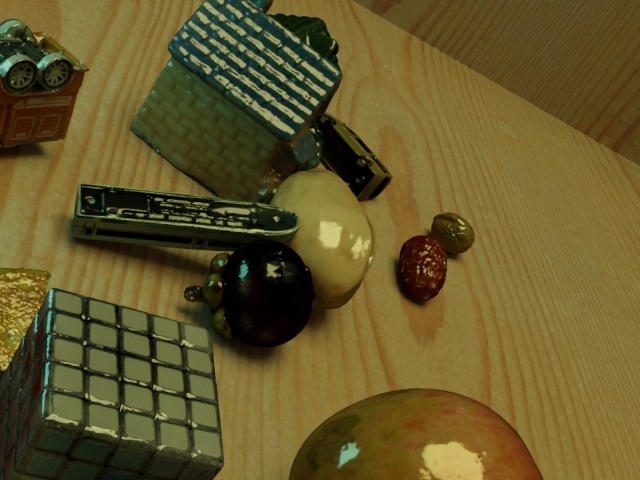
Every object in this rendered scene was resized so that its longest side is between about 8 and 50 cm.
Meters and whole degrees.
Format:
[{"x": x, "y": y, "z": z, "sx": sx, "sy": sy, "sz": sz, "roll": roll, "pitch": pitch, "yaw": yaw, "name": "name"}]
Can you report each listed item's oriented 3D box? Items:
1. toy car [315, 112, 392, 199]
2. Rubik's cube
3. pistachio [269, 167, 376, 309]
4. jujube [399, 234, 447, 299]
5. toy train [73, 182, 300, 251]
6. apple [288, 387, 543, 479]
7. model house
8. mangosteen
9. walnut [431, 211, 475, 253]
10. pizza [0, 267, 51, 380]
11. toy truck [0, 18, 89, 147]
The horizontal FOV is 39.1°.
[{"x": 0.071, "y": -0.221, "z": 2.341, "sx": 0.124, "sy": 0.101, "sz": 0.256, "roll": 0, "pitch": 46, "yaw": -53, "name": "toy car"}, {"x": -0.280, "y": 0.239, "z": 1.160, "sx": 0.237, "sy": 0.237, "sz": 0.238, "roll": 17, "pitch": 34, "yaw": -27, "name": "Rubik's cube"}, {"x": 0.000, "y": 0.000, "z": 1.800, "sx": 0.230, "sy": 0.230, "sz": 0.309, "roll": 22, "pitch": 41, "yaw": -22, "name": "pistachio"}, {"x": 0.239, "y": 0.066, "z": 2.098, "sx": 0.112, "sy": 0.109, "sz": 0.176, "roll": -1, "pitch": 39, "yaw": 9, "name": "jujube"}, {"x": -0.241, "y": -0.028, "z": 1.648, "sx": 0.407, "sy": 0.088, "sz": 0.086, "roll": 6, "pitch": 46, "yaw": -18, "name": "toy train"}, {"x": 0.128, "y": 0.384, "z": 1.263, "sx": 0.364, "sy": 0.364, "sz": 0.364, "roll": 26, "pitch": 30, "yaw": -17, "name": "apple"}, {"x": -0.111, "y": -0.345, "z": 2.036, "sx": 0.395, "sy": 0.400, "sz": 0.445, "roll": 36, "pitch": 28, "yaw": 6, "name": "model house"}, {"x": -0.126, "y": 0.098, "z": 1.611, "sx": 0.230, "sy": 0.194, "sz": 0.194, "roll": -9, "pitch": 40, "yaw": -4, "name": "mangosteen"}, {"x": 0.341, "y": -0.022, "z": 2.331, "sx": 0.124, "sy": 0.105, "sz": 0.105, "roll": 38, "pitch": 29, "yaw": 14, "name": "walnut"}, {"x": -0.472, "y": 0.137, "z": 1.282, "sx": 0.197, "sy": 0.058, "sz": 0.292, "roll": 41, "pitch": 40, "yaw": 5, "name": "pizza"}, {"x": -0.621, "y": -0.258, "z": 1.573, "sx": 0.173, "sy": 0.207, "sz": 0.387, "roll": 39, "pitch": 33, "yaw": 28, "name": "toy truck"}]
